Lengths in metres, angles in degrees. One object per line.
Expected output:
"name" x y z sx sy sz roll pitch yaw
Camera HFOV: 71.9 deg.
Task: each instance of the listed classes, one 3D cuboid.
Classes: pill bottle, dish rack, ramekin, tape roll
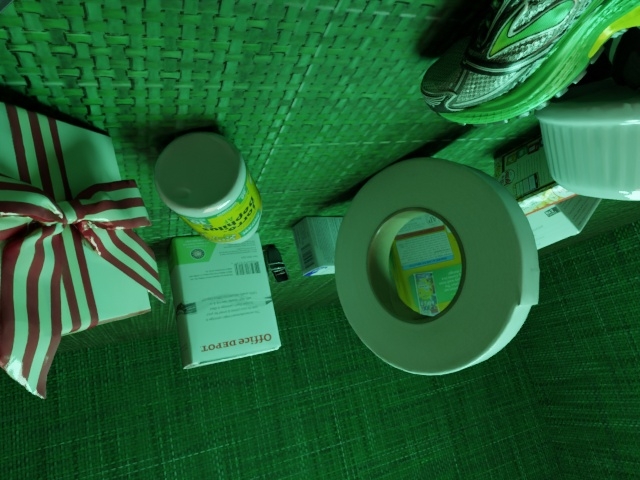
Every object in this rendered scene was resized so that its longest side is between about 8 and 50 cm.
"pill bottle" -0.150 -0.061 0.649 0.117 0.117 0.208 -13 165 -2
"dish rack" -0.229 0.090 1.223 0.271 0.074 0.208 -12 164 -4
"ramekin" 0.434 -0.145 0.585 0.273 0.127 0.273 -10 -160 4
"tape roll" 0.186 0.045 0.806 0.072 0.392 0.392 2 159 -44

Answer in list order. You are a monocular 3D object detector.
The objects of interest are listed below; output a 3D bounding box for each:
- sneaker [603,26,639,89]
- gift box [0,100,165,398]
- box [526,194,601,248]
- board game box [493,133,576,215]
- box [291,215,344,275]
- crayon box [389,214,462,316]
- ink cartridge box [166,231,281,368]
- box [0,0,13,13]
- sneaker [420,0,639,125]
"sneaker" 0.368 -0.237 0.442 0.079 0.121 0.217 -16 165 5
"gift box" -0.333 0.020 0.455 0.258 0.276 0.255 -17 -179 14
"box" 0.522 -0.077 1.028 0.182 0.119 0.181 -41 178 -30
"board game box" 0.416 -0.133 0.818 0.045 0.147 0.193 29 146 -23
"box" 0.016 0.012 1.045 0.137 0.126 0.072 -1 160 -37
"crayon box" 0.254 0.034 0.944 0.203 0.323 0.083 -12 165 -3
"ink cartridge box" -0.221 0.131 0.988 0.198 0.273 0.115 -4 163 -29
"box" -0.268 -0.179 0.274 0.207 0.036 0.114 -20 164 24
"sneaker" 0.196 -0.227 0.390 0.146 0.134 0.343 20 158 -18
